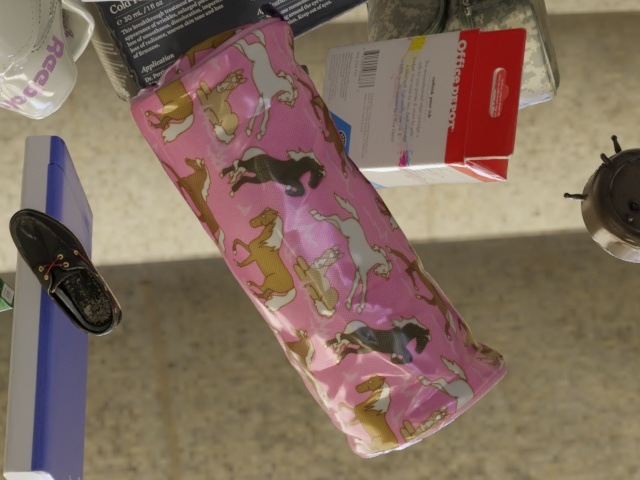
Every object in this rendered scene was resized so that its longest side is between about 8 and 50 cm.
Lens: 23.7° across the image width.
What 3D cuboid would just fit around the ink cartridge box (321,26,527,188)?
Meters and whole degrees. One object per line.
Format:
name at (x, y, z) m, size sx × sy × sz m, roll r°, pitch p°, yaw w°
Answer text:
ink cartridge box at (0.111, -0.125, 1.480) m, size 0.231 × 0.078 × 0.134 m, roll -1°, pitch -104°, yaw 38°

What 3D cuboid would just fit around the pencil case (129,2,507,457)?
pencil case at (0.000, 0.000, 1.292) m, size 0.386 × 0.167 × 0.160 m, roll 58°, pitch -23°, yaw -3°

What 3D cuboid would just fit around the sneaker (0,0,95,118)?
sneaker at (-0.211, -0.159, 0.861) m, size 0.114 × 0.152 × 0.305 m, roll -44°, pitch -146°, yaw 13°

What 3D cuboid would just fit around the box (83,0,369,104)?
box at (-0.152, -0.379, 1.899) m, size 0.312 × 0.343 × 0.179 m, roll 66°, pitch -12°, yaw -19°

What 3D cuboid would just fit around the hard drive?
hard drive at (-0.255, 0.088, 1.460) m, size 0.210 × 0.040 × 0.318 m, roll 89°, pitch 1°, yaw -69°

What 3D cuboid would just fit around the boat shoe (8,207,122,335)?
boat shoe at (-0.221, 0.026, 1.322) m, size 0.133 × 0.049 × 0.042 m, roll 52°, pitch 0°, yaw -5°

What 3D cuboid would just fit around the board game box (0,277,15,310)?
board game box at (-0.514, 0.064, 1.850) m, size 0.136 × 0.260 × 0.030 m, roll 54°, pitch 31°, yaw -42°

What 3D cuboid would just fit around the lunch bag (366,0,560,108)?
lunch bag at (0.189, -0.315, 2.196) m, size 0.212 × 0.256 × 0.305 m, roll 59°, pitch 20°, yaw -44°

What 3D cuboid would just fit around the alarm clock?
alarm clock at (0.391, -0.031, 1.792) m, size 0.192 × 0.129 × 0.064 m, roll 40°, pitch -21°, yaw 2°
